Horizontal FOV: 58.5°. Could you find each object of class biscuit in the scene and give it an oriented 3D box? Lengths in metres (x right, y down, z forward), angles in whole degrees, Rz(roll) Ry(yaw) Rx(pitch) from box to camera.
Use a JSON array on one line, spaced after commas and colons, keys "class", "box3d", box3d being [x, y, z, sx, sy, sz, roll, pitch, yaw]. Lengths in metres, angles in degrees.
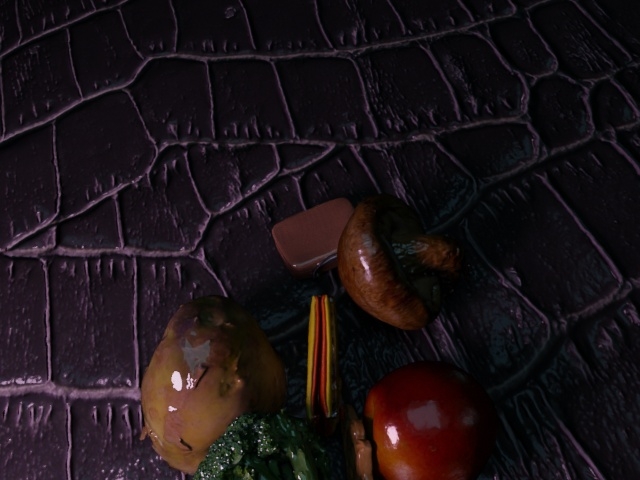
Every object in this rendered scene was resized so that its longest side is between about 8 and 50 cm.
[{"class": "biscuit", "box3d": [0.063, 0.380, 0.996, 0.035, 0.163, 0.250, 1, 28, -9]}]

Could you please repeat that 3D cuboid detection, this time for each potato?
[{"class": "potato", "box3d": [-0.214, 0.250, 1.043, 0.300, 0.237, 0.289, -12, 60, -3]}]

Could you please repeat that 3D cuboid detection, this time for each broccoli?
[{"class": "broccoli", "box3d": [-0.082, 0.410, 0.918, 0.294, 0.265, 0.245, 0, 16, -40]}]

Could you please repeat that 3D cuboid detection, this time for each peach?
[{"class": "peach", "box3d": [0.193, 0.325, 0.986, 0.243, 0.200, 0.244, 1, 66, -3]}]

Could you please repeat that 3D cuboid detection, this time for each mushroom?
[{"class": "mushroom", "box3d": [0.159, 0.049, 1.150, 0.282, 0.195, 0.264, 15, 53, -18]}]

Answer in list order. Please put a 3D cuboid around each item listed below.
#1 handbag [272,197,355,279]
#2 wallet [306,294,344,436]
[{"class": "handbag", "box3d": [0.000, 0.000, 1.271, 0.193, 0.072, 0.151, -20, 60, -8]}, {"class": "wallet", "box3d": [0.010, 0.239, 1.082, 0.067, 0.141, 0.242, 0, 56, 1]}]
